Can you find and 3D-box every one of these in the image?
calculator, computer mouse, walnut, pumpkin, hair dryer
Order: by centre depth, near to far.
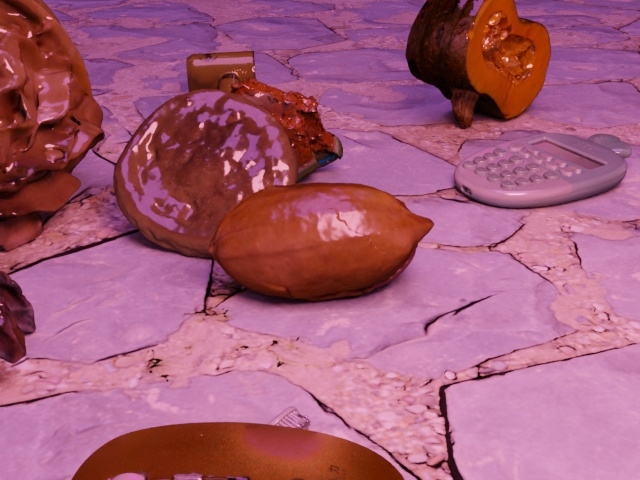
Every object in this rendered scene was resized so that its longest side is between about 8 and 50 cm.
[{"bbox_3d":[-0.054,0.181,0.513,0.245,0.056,0.126,4,30,-1],"label":"computer mouse"},{"bbox_3d":[0.000,0.000,0.825,0.245,0.137,0.137,-1,27,7],"label":"walnut"},{"bbox_3d":[0.333,-0.107,1.117,0.295,0.042,0.184,-16,31,-23],"label":"calculator"},{"bbox_3d":[0.268,-0.307,1.314,0.139,0.222,0.317,31,11,32],"label":"pumpkin"},{"bbox_3d":[-0.184,-0.277,1.427,0.135,0.090,0.279,-3,33,-6],"label":"hair dryer"}]

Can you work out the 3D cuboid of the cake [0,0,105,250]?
[{"bbox_3d":[-0.438,-0.161,0.945,0.332,0.332,0.321,-13,35,-23],"label":"cake"}]

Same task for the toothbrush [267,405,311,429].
[{"bbox_3d":[-0.098,0.197,0.548,0.025,0.019,0.275,26,36,29],"label":"toothbrush"}]

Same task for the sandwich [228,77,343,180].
[{"bbox_3d":[-0.074,-0.138,1.087,0.235,0.159,0.079,11,43,-25],"label":"sandwich"}]

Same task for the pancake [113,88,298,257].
[{"bbox_3d":[-0.145,-0.090,0.947,0.242,0.050,0.242,-1,64,2],"label":"pancake"}]

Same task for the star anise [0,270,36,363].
[{"bbox_3d":[-0.385,0.057,0.694,0.223,0.109,0.236,-5,9,-13],"label":"star anise"}]
